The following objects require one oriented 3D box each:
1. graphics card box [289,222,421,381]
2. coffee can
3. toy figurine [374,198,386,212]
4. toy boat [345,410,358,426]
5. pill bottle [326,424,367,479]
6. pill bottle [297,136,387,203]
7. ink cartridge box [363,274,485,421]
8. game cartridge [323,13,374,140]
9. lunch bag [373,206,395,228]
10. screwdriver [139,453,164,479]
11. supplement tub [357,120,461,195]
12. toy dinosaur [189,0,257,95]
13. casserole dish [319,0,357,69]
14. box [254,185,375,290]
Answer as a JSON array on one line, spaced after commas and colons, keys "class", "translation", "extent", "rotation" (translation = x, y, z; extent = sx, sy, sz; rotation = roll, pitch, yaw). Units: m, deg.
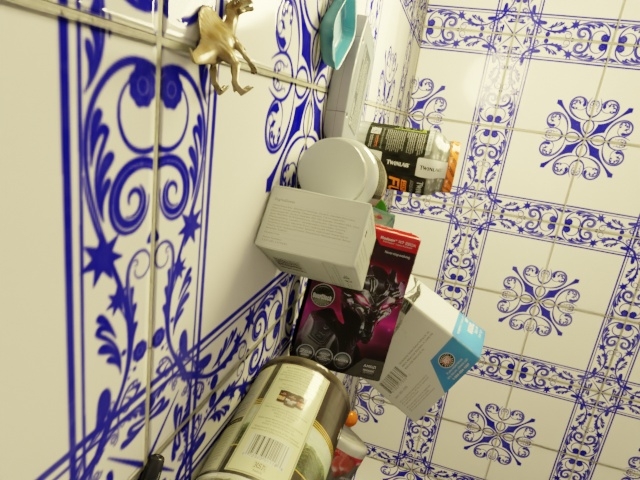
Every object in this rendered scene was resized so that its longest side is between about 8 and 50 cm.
[{"class": "graphics card box", "translation": [0.078, 0.135, 1.097], "extent": [0.094, 0.233, 0.370], "rotation": [-120, -134, -80]}, {"class": "coffee can", "translation": [-0.078, 0.373, 0.801], "extent": [0.275, 0.202, 0.201], "rotation": [-55, 154, -58]}, {"class": "toy figurine", "translation": [0.159, -0.140, 1.574], "extent": [0.159, 0.130, 0.173], "rotation": [-77, -168, -47]}, {"class": "toy boat", "translation": [0.060, 0.643, 1.619], "extent": [0.151, 0.151, 0.231], "rotation": [-3, 77, -77]}, {"class": "pill bottle", "translation": [-0.033, 0.620, 1.156], "extent": [0.318, 0.176, 0.176], "rotation": [-56, 163, -7]}, {"class": "pill bottle", "translation": [0.052, -0.136, 0.975], "extent": [0.278, 0.162, 0.162], "rotation": [-13, 115, -76]}, {"class": "ink cartridge box", "translation": [0.206, 0.254, 1.265], "extent": [0.285, 0.395, 0.166], "rotation": [-57, 168, 27]}, {"class": "game cartridge", "translation": [0.072, -0.370, 1.095], "extent": [0.198, 0.062, 0.297], "rotation": [17, 85, -72]}, {"class": "lunch bag", "translation": [0.119, 0.044, 1.436], "extent": [0.262, 0.160, 0.223], "rotation": [-49, 154, -38]}, {"class": "screwdriver", "translation": [-0.228, 0.348, 0.550], "extent": [0.025, 0.024, 0.169], "rotation": [160, -52, -71]}, {"class": "supplement tub", "translation": [0.248, -0.244, 1.358], "extent": [0.193, 0.316, 0.193], "rotation": [12, 90, -76]}, {"class": "toy dinosaur", "translation": [-0.115, -0.209, 0.503], "extent": [0.183, 0.053, 0.092], "rotation": [-75, 153, -44]}, {"class": "casserole dish", "translation": [0.036, -0.435, 0.924], "extent": [0.114, 0.037, 0.188], "rotation": [85, 22, -52]}, {"class": "box", "translation": [0.000, 0.000, 0.836], "extent": [0.181, 0.182, 0.119], "rotation": [63, 42, -69]}]
